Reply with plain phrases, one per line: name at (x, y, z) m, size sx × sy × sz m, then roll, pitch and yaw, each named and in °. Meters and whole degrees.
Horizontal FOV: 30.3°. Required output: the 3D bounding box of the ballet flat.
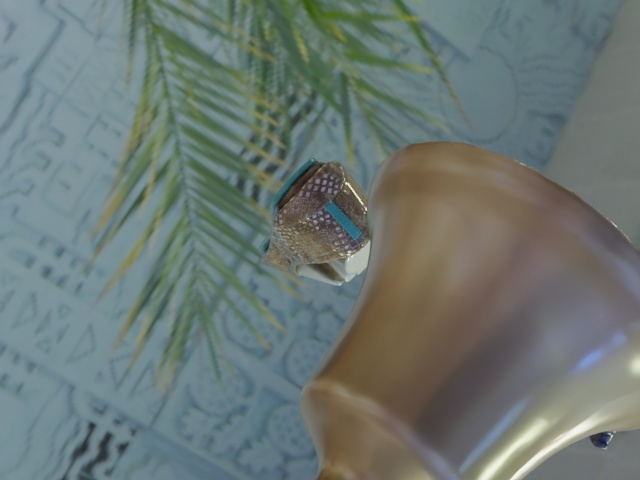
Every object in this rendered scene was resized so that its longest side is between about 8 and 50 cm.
ballet flat at (0.000, 0.000, 0.772) m, size 0.073 × 0.067 × 0.206 m, roll -46°, pitch 177°, yaw -4°

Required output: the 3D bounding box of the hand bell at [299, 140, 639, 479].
hand bell at (-0.008, 0.094, 0.344) m, size 0.242 × 0.126 × 0.126 m, roll -46°, pitch -162°, yaw -24°

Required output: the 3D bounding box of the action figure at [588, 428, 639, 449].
action figure at (0.452, 0.095, 1.364) m, size 0.330 × 0.178 × 0.341 m, roll -57°, pitch 169°, yaw -53°
